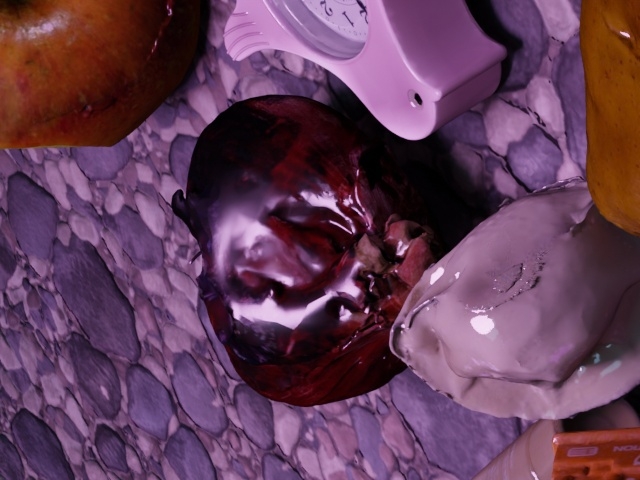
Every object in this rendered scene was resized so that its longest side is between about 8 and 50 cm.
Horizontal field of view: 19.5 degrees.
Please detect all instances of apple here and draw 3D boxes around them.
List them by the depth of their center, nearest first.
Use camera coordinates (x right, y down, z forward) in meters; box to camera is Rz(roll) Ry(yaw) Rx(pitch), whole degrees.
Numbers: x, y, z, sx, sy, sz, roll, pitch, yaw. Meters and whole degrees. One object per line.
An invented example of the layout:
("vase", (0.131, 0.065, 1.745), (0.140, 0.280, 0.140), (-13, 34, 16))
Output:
("apple", (-0.316, -0.234, 1.829), (0.384, 0.374, 0.374), (28, 143, -10))

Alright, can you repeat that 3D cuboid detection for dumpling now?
("dumpling", (0.179, 0.056, 1.418), (0.247, 0.142, 0.172), (-33, 104, 17))

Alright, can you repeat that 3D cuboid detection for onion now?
("onion", (-0.008, 0.001, 1.591), (0.281, 0.221, 0.281), (50, 152, 41))

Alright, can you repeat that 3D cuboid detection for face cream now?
("face cream", (0.176, 0.233, 1.602), (0.137, 0.084, 0.341), (57, 151, 19))

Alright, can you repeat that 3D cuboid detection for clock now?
("clock", (0.008, -0.201, 1.555), (0.275, 0.080, 0.290), (57, 155, -4))

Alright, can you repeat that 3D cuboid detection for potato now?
("potato", (0.255, -0.146, 1.228), (0.195, 0.176, 0.369), (20, 132, 14))

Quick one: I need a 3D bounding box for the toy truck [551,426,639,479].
("toy truck", (0.263, 0.344, 1.372), (0.173, 0.207, 0.387), (-6, 108, 17))
